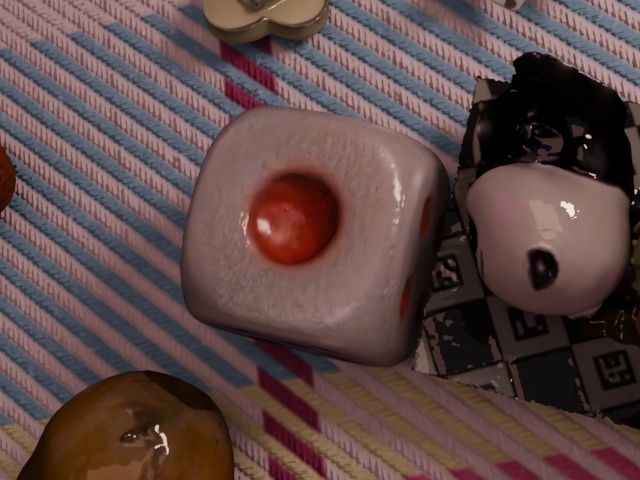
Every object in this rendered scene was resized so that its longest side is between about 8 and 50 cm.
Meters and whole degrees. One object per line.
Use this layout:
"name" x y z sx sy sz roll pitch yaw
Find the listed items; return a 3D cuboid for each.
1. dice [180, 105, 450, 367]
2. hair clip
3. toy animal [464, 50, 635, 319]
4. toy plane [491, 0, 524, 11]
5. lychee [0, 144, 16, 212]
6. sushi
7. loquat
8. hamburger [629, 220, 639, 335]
"dice" 0.000 0.000 1.068 0.194 0.192 0.193 10 82 18
"hair clip" -0.033 -0.283 1.201 0.218 0.071 0.159 -43 67 -4
"toy animal" 0.175 -0.033 0.967 0.138 0.166 0.179 -1 70 39
"toy plane" 0.203 -0.304 1.147 0.160 0.082 0.234 34 74 29
"lychee" -0.361 -0.051 1.216 0.114 0.101 0.140 8 59 -25
"sushi" 0.248 0.019 1.066 0.292 0.059 0.294 12 73 6
"loquat" -0.176 0.225 1.077 0.179 0.179 0.227 32 90 19
"hamburger" 0.373 0.002 0.897 0.274 0.274 0.212 18 73 18
